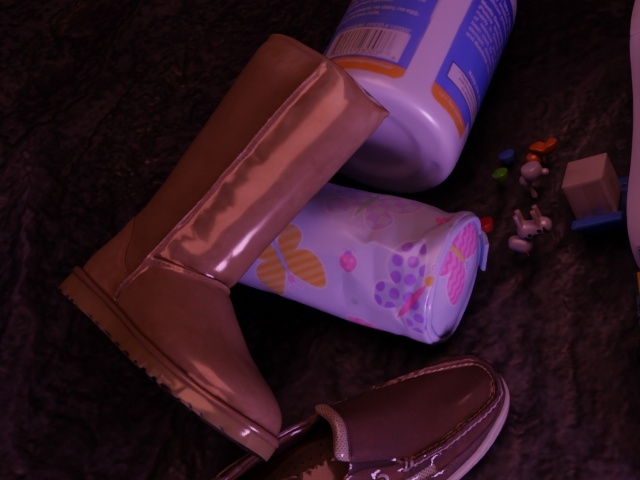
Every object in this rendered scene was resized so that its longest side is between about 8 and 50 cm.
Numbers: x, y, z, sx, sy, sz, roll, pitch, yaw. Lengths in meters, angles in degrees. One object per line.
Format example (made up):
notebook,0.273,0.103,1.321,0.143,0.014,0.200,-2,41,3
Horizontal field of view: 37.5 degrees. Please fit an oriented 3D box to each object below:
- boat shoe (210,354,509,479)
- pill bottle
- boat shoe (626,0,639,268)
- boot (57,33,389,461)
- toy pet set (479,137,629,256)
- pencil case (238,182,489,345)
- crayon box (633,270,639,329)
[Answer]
boat shoe,0.026,0.157,0.694,0.257,0.095,0.095,-31,53,-9
pill bottle,0.097,-0.192,0.895,0.152,0.152,0.272,13,58,23
boat shoe,0.321,-0.114,0.784,0.105,0.113,0.306,-12,49,38
boot,-0.043,-0.009,0.703,0.236,0.089,0.269,36,80,27
toy pet set,0.208,-0.033,0.819,0.114,0.065,0.122,-14,31,34
pencil case,0.000,0.000,0.806,0.273,0.114,0.124,17,26,25
crayon box,0.356,0.087,0.600,0.278,0.081,0.165,-10,71,26
